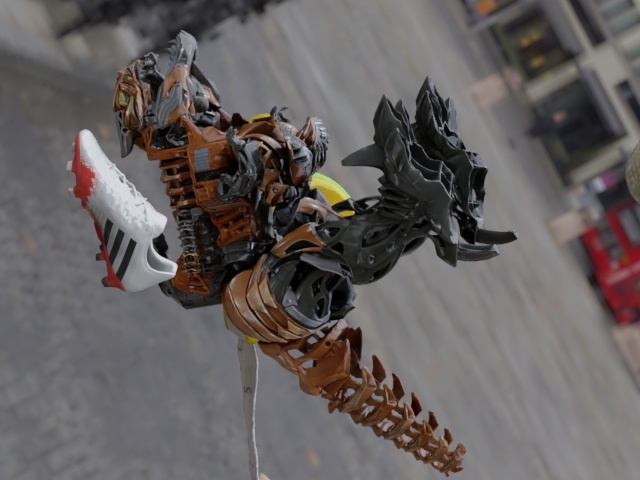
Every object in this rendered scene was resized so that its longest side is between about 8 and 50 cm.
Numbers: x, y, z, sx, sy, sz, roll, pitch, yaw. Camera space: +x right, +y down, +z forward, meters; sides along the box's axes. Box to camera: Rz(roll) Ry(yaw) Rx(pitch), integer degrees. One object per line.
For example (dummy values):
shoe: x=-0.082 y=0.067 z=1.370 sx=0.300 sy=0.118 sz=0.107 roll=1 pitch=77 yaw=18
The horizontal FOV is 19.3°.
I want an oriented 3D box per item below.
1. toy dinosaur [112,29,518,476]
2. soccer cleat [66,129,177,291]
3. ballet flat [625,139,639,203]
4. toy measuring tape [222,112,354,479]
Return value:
toy dinosaur: x=0.000 y=0.000 z=1.229 sx=0.322 sy=0.218 sz=0.164 roll=51 pitch=18 yaw=-22
soccer cleat: x=-0.087 y=-0.014 z=0.828 sx=0.029 sy=0.035 sz=0.083 roll=-84 pitch=163 yaw=-58
ballet flat: x=0.183 y=-0.026 z=0.708 sx=0.052 sy=0.168 sz=0.057 roll=23 pitch=80 yaw=-51
toy measuring tape: x=-0.019 y=0.056 z=1.555 sx=0.121 sy=0.121 sz=0.330 roll=-78 pitch=163 yaw=-77
